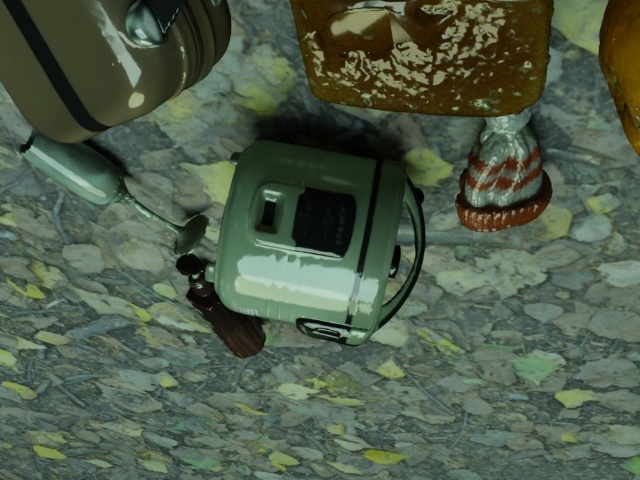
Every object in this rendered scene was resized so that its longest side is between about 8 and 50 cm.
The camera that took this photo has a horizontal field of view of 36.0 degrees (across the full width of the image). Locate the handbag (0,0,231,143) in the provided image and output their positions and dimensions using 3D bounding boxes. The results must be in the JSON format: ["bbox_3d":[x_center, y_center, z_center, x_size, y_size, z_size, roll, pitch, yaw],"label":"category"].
[{"bbox_3d":[-0.194,-0.242,0.812,0.283,0.149,0.302,-5,120,41],"label":"handbag"}]

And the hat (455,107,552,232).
[{"bbox_3d":[0.200,-0.094,1.077,0.112,0.093,0.162,-15,140,-8],"label":"hat"}]

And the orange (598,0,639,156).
[{"bbox_3d":[0.351,-0.158,0.802,0.246,0.246,0.246,8,146,5],"label":"orange"}]

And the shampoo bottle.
[{"bbox_3d":[-0.151,0.098,1.482,0.068,0.067,0.236,4,147,28],"label":"shampoo bottle"}]

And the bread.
[{"bbox_3d":[0.098,-0.202,0.924,0.234,0.110,0.184,3,146,11],"label":"bread"}]

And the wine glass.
[{"bbox_3d":[-0.270,-0.069,1.274,0.262,0.074,0.074,34,141,-28],"label":"wine glass"}]

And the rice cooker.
[{"bbox_3d":[0.000,0.000,1.153,0.244,0.226,0.226,13,147,-1],"label":"rice cooker"}]
